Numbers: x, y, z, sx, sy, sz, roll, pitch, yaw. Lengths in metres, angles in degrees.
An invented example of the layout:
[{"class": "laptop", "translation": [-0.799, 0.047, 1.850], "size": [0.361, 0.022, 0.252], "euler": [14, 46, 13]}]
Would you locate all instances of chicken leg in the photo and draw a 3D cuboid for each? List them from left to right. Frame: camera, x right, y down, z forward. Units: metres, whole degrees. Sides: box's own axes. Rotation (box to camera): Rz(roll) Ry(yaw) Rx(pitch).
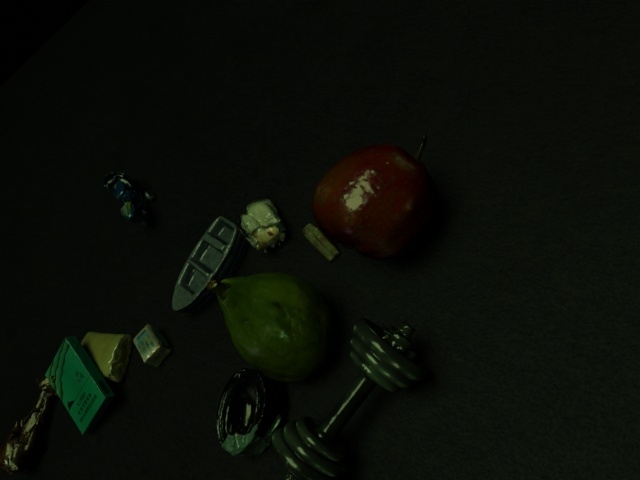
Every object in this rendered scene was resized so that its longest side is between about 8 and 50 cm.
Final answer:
[{"class": "chicken leg", "translation": [-0.846, 0.538, 1.851], "size": [0.113, 0.093, 0.304], "euler": [14, 69, 20]}]

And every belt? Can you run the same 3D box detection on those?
[{"class": "belt", "translation": [-0.162, 0.397, 1.436], "size": [0.151, 0.078, 0.198], "euler": [13, 83, 42]}]

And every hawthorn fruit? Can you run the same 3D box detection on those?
[{"class": "hawthorn fruit", "translation": [0.137, -0.111, 1.361], "size": [0.254, 0.254, 0.300], "euler": [29, 85, 39]}]

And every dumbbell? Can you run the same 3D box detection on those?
[{"class": "dumbbell", "translation": [0.057, 0.331, 1.260], "size": [0.179, 0.179, 0.406], "euler": [39, 93, 39]}]

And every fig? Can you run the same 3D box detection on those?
[{"class": "fig", "translation": [-0.091, 0.165, 1.368], "size": [0.233, 0.314, 0.233], "euler": [-7, 47, 7]}]

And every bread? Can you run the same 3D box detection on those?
[{"class": "bread", "translation": [-0.628, 0.332, 1.800], "size": [0.178, 0.060, 0.139], "euler": [-4, 68, 33]}, {"class": "bread", "translation": [0.000, 0.000, 1.525], "size": [0.043, 0.109, 0.062], "euler": [-43, 9, 6]}]

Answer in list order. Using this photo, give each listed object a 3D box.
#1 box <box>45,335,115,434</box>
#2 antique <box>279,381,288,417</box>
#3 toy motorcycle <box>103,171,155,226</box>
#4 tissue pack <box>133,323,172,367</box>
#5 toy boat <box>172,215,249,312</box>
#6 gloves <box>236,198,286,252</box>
[{"class": "box", "translation": [-0.679, 0.405, 1.758], "size": [0.226, 0.042, 0.160], "euler": [46, 114, 23]}, {"class": "antique", "translation": [-0.113, 0.328, 1.480], "size": [0.031, 0.015, 0.191], "euler": [-31, 55, 20]}, {"class": "toy motorcycle", "translation": [-0.595, -0.137, 1.934], "size": [0.092, 0.136, 0.254], "euler": [-42, 52, 12]}, {"class": "tissue pack", "translation": [-0.460, 0.286, 1.706], "size": [0.074, 0.059, 0.094], "euler": [-47, 52, 6]}, {"class": "toy boat", "translation": [-0.302, 0.075, 1.680], "size": [0.127, 0.078, 0.282], "euler": [31, 89, 38]}, {"class": "gloves", "translation": [-0.156, -0.041, 1.631], "size": [0.114, 0.070, 0.153], "euler": [-30, 55, -1]}]
